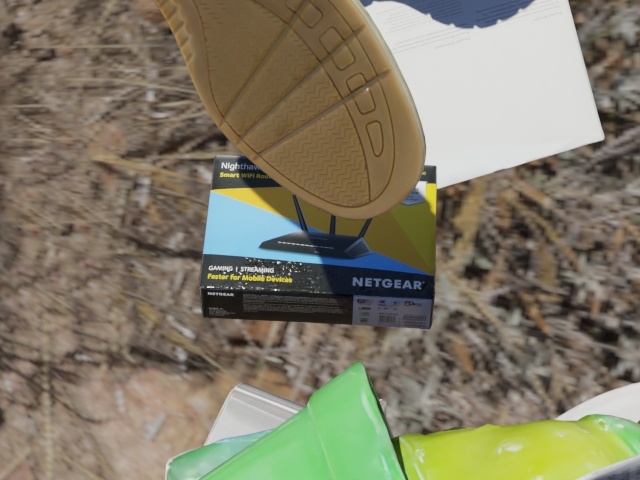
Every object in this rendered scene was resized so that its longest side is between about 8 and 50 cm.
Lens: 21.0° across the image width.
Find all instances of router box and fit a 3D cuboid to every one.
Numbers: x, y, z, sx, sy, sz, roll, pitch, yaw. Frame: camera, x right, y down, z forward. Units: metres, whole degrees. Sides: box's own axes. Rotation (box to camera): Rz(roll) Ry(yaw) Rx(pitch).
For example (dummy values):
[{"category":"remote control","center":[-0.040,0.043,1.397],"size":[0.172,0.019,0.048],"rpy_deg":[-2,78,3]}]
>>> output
[{"category":"router box","center":[0.000,0.000,1.347],"size":[0.179,0.046,0.133],"rpy_deg":[3,53,1]}]

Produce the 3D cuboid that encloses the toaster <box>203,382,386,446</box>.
[{"category":"toaster","center":[-0.015,0.191,1.162],"size":[0.110,0.168,0.185],"rpy_deg":[21,81,23]}]

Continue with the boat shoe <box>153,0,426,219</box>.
[{"category":"boat shoe","center":[-0.043,-0.145,0.998],"size":[0.109,0.098,0.302],"rpy_deg":[-41,94,20]}]

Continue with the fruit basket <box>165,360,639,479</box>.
[{"category":"fruit basket","center":[0.109,0.111,0.659],"size":[0.353,0.327,0.165],"rpy_deg":[-26,68,-1]}]

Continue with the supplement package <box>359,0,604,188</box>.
[{"category":"supplement package","center":[0.142,-0.169,1.666],"size":[0.194,0.149,0.203],"rpy_deg":[-16,96,-4]}]

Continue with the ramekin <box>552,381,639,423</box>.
[{"category":"ramekin","center":[0.206,0.228,1.018],"size":[0.127,0.273,0.273],"rpy_deg":[42,79,-34]}]
